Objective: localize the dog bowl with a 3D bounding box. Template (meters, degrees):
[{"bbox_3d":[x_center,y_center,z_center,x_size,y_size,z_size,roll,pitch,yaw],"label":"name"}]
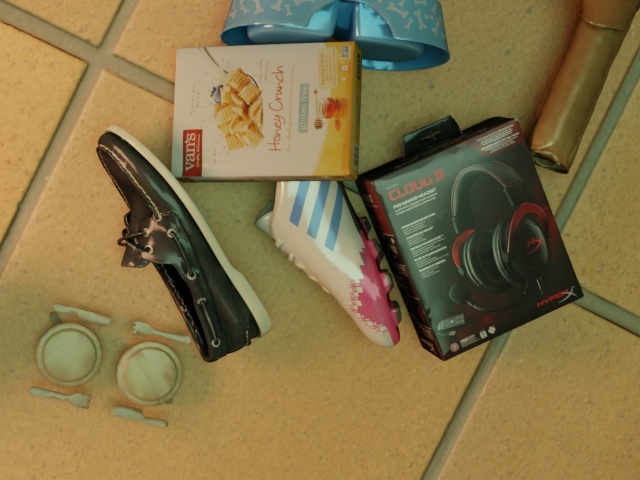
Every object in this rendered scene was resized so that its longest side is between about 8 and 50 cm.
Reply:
[{"bbox_3d":[0.022,-0.280,1.682,0.297,0.166,0.074,5,84,-12],"label":"dog bowl"}]

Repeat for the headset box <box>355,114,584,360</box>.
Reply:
[{"bbox_3d":[0.193,-0.019,1.763,0.218,0.110,0.293,-23,100,-8],"label":"headset box"}]

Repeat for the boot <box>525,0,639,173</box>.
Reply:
[{"bbox_3d":[0.346,-0.234,1.721,0.089,0.236,0.269,24,88,21],"label":"boot"}]

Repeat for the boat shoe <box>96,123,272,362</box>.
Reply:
[{"bbox_3d":[-0.200,0.014,1.682,0.113,0.127,0.340,-39,111,-17],"label":"boat shoe"}]

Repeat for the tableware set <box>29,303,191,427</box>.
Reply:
[{"bbox_3d":[-0.277,0.160,1.726,0.194,0.039,0.128,16,90,-13],"label":"tableware set"}]

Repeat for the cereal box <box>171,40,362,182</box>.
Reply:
[{"bbox_3d":[-0.069,-0.161,1.662,0.240,0.047,0.173,-1,83,16],"label":"cereal box"}]

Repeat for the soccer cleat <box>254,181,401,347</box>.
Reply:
[{"bbox_3d":[0.000,0.000,1.738,0.143,0.116,0.331,-21,96,4],"label":"soccer cleat"}]
